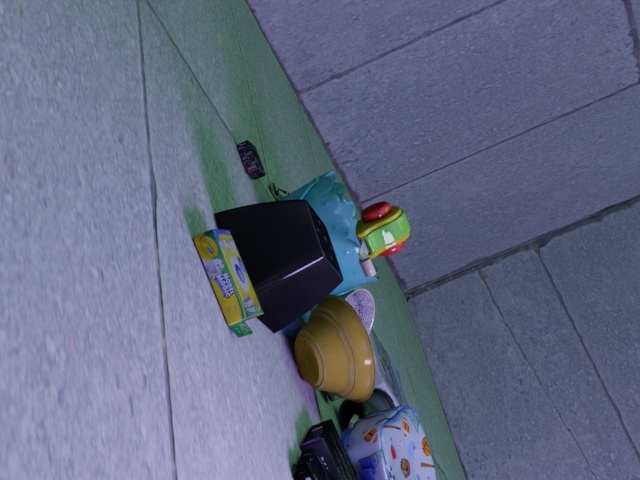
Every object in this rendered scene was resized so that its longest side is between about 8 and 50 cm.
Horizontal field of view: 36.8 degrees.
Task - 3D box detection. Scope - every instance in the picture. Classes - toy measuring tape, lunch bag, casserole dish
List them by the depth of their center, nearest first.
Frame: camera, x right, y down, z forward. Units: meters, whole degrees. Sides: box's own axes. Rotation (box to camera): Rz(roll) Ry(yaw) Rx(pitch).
[{"bbox_3d":[0.138,0.474,1.868,0.243,0.115,0.303,-15,88,-65],"label":"lunch bag"},{"bbox_3d":[-0.053,0.152,1.956,0.188,0.037,0.114,52,17,-58],"label":"casserole dish"},{"bbox_3d":[0.138,-0.008,2.055,0.330,0.121,0.121,-84,149,-73],"label":"toy measuring tape"}]

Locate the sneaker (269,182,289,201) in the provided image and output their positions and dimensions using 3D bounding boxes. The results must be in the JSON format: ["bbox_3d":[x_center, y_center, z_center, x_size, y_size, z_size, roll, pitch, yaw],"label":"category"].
[{"bbox_3d":[-0.098,-0.117,2.391,0.032,0.037,0.083,-102,165,-46],"label":"sneaker"}]

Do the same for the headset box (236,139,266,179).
[{"bbox_3d":[-0.157,-0.180,2.202,0.062,0.032,0.083,36,33,-73],"label":"headset box"}]

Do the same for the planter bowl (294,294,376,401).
[{"bbox_3d":[0.010,0.219,1.851,0.217,0.090,0.217,36,-47,51],"label":"planter bowl"}]

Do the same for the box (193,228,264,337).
[{"bbox_3d":[-0.145,0.070,1.575,0.105,0.043,0.179,1,68,-80],"label":"box"}]

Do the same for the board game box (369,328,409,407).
[{"bbox_3d":[0.136,0.356,2.389,0.303,0.097,0.224,60,10,-46],"label":"board game box"}]

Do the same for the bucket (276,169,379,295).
[{"bbox_3d":[0.000,0.000,2.190,0.281,0.183,0.281,-24,90,-81],"label":"bucket"}]

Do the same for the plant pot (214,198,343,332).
[{"bbox_3d":[-0.065,0.032,1.756,0.187,0.167,0.188,52,18,-59],"label":"plant pot"}]

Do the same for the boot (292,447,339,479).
[{"bbox_3d":[-0.002,0.402,1.573,0.121,0.045,0.099,59,7,-6],"label":"boot"}]

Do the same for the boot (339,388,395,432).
[{"bbox_3d":[0.140,0.492,2.089,0.338,0.118,0.222,61,14,8],"label":"boot"}]

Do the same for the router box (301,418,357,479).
[{"bbox_3d":[0.027,0.418,1.702,0.133,0.046,0.179,-23,90,-82],"label":"router box"}]

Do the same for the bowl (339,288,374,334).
[{"bbox_3d":[0.046,0.184,2.246,0.170,0.080,0.170,-26,124,-46],"label":"bowl"}]

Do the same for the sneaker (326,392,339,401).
[{"bbox_3d":[0.051,0.242,1.976,0.071,0.083,0.191,52,-30,44],"label":"sneaker"}]
